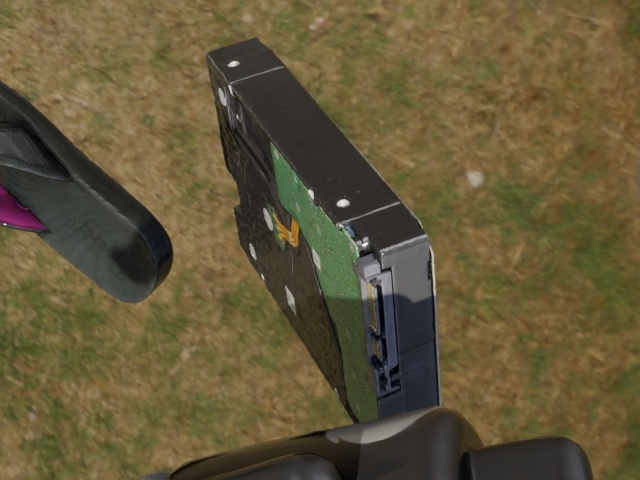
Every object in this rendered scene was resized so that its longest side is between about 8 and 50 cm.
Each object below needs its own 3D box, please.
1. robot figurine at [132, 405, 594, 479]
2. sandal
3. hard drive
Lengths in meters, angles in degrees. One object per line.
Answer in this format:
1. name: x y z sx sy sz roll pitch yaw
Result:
1. robot figurine: 0.004 0.181 0.571 0.278 0.173 0.209 -15 98 14
2. sandal: -0.376 -0.078 1.438 0.107 0.445 0.168 -42 162 -47
3. hard drive: 0.000 0.000 1.032 0.064 0.339 0.237 -20 130 -14
